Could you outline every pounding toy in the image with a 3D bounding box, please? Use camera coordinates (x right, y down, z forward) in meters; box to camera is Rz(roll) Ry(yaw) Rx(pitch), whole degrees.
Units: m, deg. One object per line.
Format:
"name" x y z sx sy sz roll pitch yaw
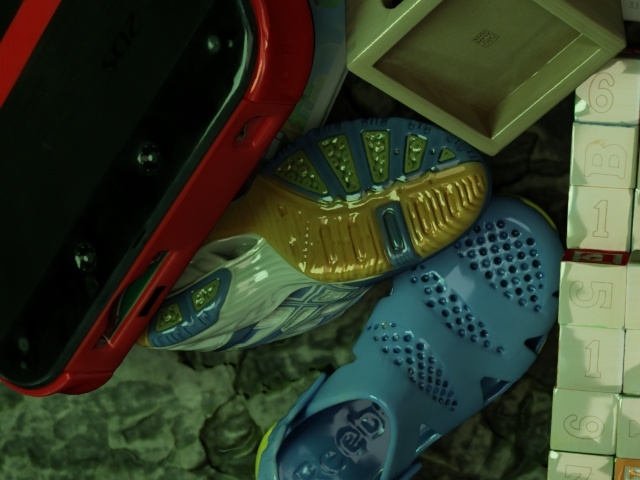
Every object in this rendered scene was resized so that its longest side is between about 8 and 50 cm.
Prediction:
"pounding toy" 0.107 -0.180 1.191 0.181 0.094 0.206 29 129 -27

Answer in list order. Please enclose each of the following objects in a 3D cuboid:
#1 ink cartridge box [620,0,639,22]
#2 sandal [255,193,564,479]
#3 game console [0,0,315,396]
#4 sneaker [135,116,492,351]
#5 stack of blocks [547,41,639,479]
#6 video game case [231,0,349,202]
"ink cartridge box" 0.147 -0.241 1.268 0.219 0.093 0.160 10 131 11
"sandal" 0.060 0.104 1.362 0.126 0.138 0.317 37 104 5
"game console" -0.191 -0.116 1.326 0.342 0.060 0.386 51 124 23
"sneaker" 0.000 0.000 1.348 0.296 0.131 0.112 -20 69 28
"stack of blocks" 0.210 0.021 1.294 0.087 0.171 0.297 4 101 11
"video game case" -0.076 -0.154 1.341 0.204 0.025 0.285 30 129 6
